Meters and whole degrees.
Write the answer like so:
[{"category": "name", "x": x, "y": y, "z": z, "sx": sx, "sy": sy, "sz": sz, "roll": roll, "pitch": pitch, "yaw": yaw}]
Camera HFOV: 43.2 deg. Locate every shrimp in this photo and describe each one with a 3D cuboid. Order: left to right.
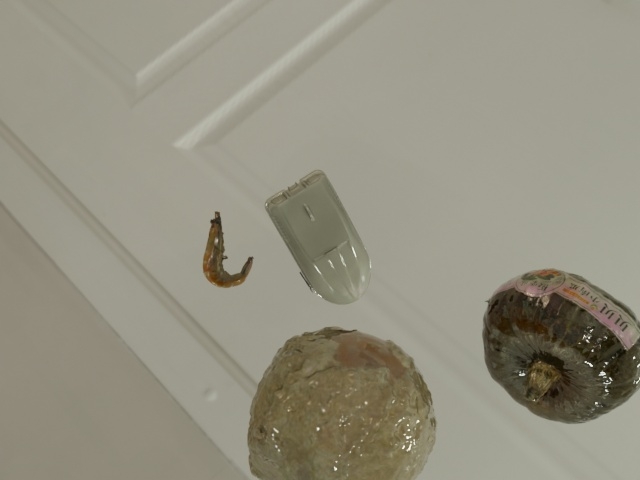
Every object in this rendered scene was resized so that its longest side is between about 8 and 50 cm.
[{"category": "shrimp", "x": -0.154, "y": 0.014, "z": 1.333, "sx": 0.091, "sy": 0.025, "sz": 0.127, "roll": -3, "pitch": 89, "yaw": -31}]

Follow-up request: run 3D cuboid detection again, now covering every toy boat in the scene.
[{"category": "toy boat", "x": 0.000, "y": -0.002, "z": 1.542, "sx": 0.140, "sy": 0.140, "sz": 0.269, "roll": -40, "pitch": 129, "yaw": -17}]

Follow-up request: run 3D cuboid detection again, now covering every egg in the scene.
[{"category": "egg", "x": 0.026, "y": 0.251, "z": 1.122, "sx": 0.279, "sy": 0.279, "sz": 0.310, "roll": -31, "pitch": 168, "yaw": -31}]

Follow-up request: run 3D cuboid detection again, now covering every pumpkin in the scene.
[{"category": "pumpkin", "x": 0.367, "y": 0.177, "z": 1.257, "sx": 0.189, "sy": 0.260, "sz": 0.260, "roll": -37, "pitch": 150, "yaw": -34}]
